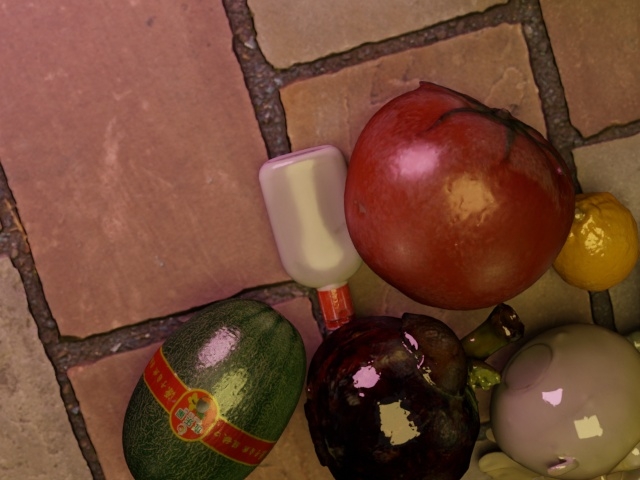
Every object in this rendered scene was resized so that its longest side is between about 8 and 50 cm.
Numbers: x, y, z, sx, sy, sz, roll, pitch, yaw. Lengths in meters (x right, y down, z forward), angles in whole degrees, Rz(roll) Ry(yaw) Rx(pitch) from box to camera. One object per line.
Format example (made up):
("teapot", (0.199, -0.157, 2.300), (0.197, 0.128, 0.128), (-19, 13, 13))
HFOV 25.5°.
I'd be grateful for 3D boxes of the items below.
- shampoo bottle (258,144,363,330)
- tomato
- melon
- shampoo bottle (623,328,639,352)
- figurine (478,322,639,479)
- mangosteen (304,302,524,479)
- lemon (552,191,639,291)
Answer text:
("shampoo bottle", (0.000, 0.000, 1.710), (0.108, 0.051, 0.221), (-15, 103, -4))
("tomato", (0.151, -0.042, 1.608), (0.264, 0.265, 0.265), (-1, 103, -5))
("melon", (-0.133, 0.200, 1.679), (0.182, 0.182, 0.288), (32, 100, -11))
("shampoo bottle", (0.488, 0.096, 1.756), (0.262, 0.085, 0.085), (-18, 103, 0))
("figurine", (0.345, 0.282, 1.756), (0.274, 0.227, 0.394), (-23, 123, 36))
("mangosteen", (0.120, 0.183, 1.668), (0.289, 0.231, 0.231), (-26, 103, 4))
("lemon", (0.325, -0.001, 1.693), (0.114, 0.155, 0.114), (-8, 62, 15))
